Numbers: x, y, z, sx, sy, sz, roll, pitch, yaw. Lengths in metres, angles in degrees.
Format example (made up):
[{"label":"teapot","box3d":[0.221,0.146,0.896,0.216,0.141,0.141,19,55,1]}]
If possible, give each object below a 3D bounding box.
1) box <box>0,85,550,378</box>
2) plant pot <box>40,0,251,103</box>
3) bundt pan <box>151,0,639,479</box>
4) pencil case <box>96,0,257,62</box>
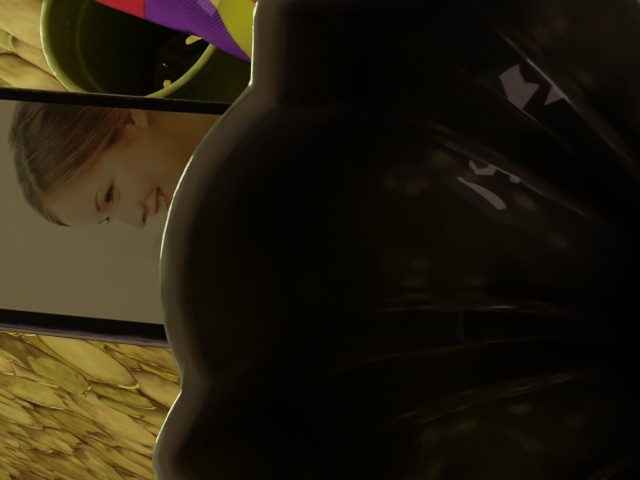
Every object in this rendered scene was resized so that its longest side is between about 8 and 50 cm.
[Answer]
[{"label":"box","box3d":[0.000,0.000,0.701,0.290,0.087,0.169,6,179,13]},{"label":"plant pot","box3d":[-0.062,-0.083,0.793,0.083,0.083,0.079,19,173,23]},{"label":"bundt pan","box3d":[0.129,0.030,0.517,0.331,0.331,0.124,24,-167,8]},{"label":"pencil case","box3d":[-0.070,-0.129,0.637,0.236,0.104,0.104,24,161,11]}]
